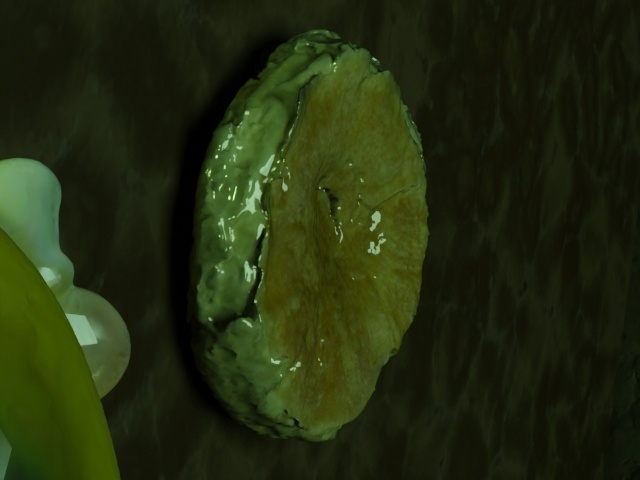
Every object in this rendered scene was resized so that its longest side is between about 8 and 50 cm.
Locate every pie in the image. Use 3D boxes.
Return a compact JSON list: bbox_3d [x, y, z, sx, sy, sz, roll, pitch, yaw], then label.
[{"bbox_3d":[0.000,0.000,1.099,0.339,0.083,0.339,9,90,-66],"label":"pie"}]

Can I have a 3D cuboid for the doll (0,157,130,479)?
[{"bbox_3d":[-0.214,0.040,0.535,0.348,0.161,0.423,19,67,-39],"label":"doll"}]
